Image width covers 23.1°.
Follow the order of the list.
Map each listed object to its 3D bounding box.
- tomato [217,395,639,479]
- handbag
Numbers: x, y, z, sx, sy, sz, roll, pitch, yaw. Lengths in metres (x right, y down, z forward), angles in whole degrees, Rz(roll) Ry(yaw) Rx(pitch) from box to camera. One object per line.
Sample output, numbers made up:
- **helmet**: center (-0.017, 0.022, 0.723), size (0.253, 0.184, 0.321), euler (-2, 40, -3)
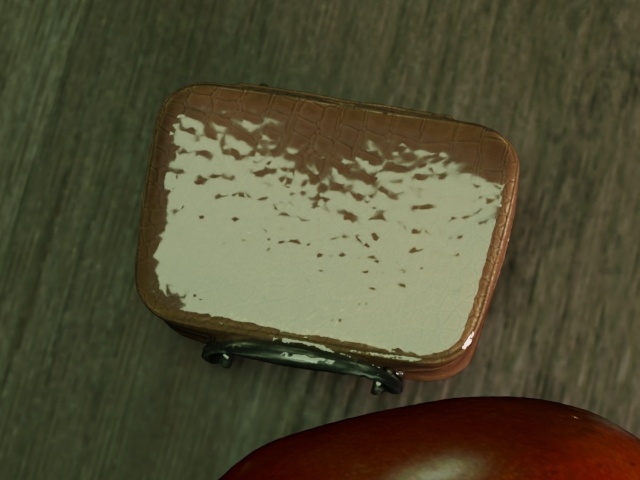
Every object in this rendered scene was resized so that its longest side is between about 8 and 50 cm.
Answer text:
- **tomato**: center (0.047, 0.197, 0.692), size (0.226, 0.298, 0.298), euler (15, 75, 50)
- **handbag**: center (0.000, 0.000, 0.828), size (0.193, 0.072, 0.151), euler (12, 78, 7)
